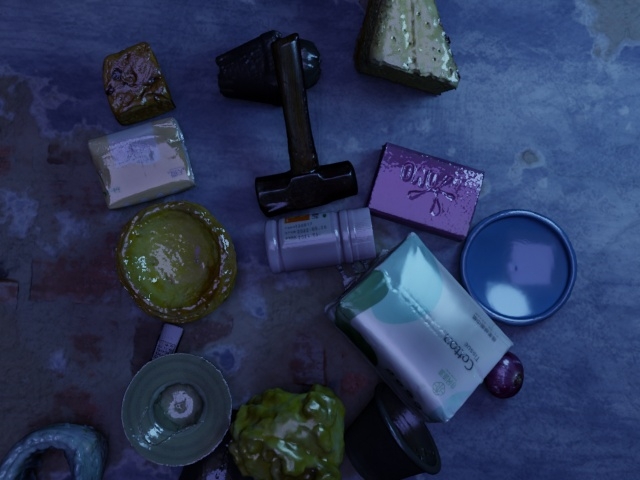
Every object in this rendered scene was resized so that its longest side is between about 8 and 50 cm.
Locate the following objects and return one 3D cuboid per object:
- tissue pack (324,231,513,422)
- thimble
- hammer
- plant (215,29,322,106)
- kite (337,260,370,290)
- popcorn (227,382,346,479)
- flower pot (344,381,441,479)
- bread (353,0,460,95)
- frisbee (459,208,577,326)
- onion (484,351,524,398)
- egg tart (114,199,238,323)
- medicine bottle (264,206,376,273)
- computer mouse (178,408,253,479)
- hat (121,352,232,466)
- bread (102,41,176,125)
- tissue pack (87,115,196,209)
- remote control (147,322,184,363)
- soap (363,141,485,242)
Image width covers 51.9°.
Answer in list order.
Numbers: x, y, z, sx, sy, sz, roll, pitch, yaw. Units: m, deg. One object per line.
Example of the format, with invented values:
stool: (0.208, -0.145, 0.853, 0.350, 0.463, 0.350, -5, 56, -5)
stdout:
tissue pack: (0.218, 0.199, 1.507, 0.266, 0.194, 0.356, -42, 88, -22)
thimble: (-0.596, 0.517, 1.463, 0.250, 0.172, 0.205, -40, 86, -4)
hammer: (-0.055, -0.264, 1.522, 0.243, 0.095, 0.408, -10, 115, -2)
plant: (-0.123, -0.412, 1.596, 0.256, 0.142, 0.164, -5, 84, 8)
kite: (0.089, 0.091, 1.618, 0.127, 0.016, 0.229, -32, 87, -9)
popcorn: (-0.072, 0.448, 1.467, 0.250, 0.235, 0.241, -1, 52, 13)
flower pot: (0.149, 0.462, 1.502, 0.148, 0.235, 0.235, -40, 87, 13)
bread: (0.239, -0.520, 1.571, 0.279, 0.248, 0.315, 24, 97, -6)
frisbee: (0.482, 0.066, 1.623, 0.290, 0.049, 0.289, 0, 84, 1)
onion: (0.434, 0.322, 1.579, 0.105, 0.115, 0.115, 4, 82, 42)
egg tart: (-0.331, 0.049, 1.549, 0.294, 0.123, 0.293, 0, 86, 1)
medicine bottle: (0.000, 0.000, 1.550, 0.250, 0.133, 0.133, -7, 85, 5)
computer mouse: (-0.233, 0.536, 1.521, 0.168, 0.087, 0.295, 21, 80, -1)
hat: (-0.328, 0.382, 1.520, 0.252, 0.110, 0.251, 2, 81, -13)
bread: (-0.436, -0.363, 1.567, 0.143, 0.158, 0.149, -21, 85, -10)
tissue pack: (-0.425, -0.185, 1.580, 0.222, 0.090, 0.186, -16, 88, -4)
remote control: (-0.384, 0.301, 1.567, 0.059, 0.028, 0.212, 20, 84, -4)
soap: (0.251, -0.118, 1.613, 0.260, 0.081, 0.181, 18, 84, -1)
